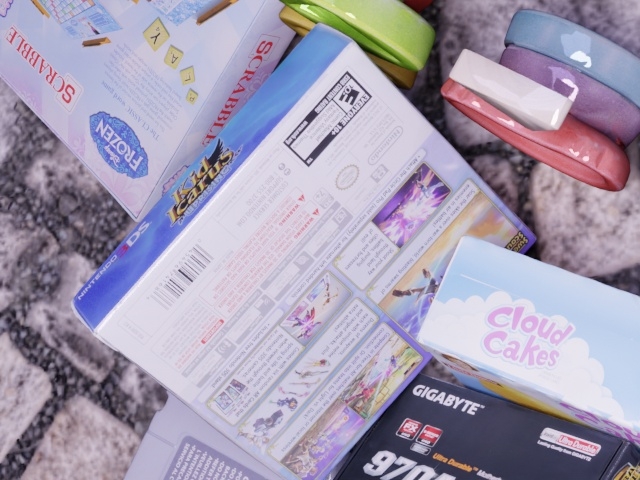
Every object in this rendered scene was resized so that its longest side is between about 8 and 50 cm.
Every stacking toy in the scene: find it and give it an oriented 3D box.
[{"bbox_3d":[0.111,-0.168,1.200,0.309,0.279,0.130,29,90,14],"label":"stacking toy"}]

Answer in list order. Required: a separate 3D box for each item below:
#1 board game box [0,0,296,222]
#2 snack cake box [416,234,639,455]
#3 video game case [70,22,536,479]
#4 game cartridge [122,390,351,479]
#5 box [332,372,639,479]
[{"bbox_3d":[-0.159,-0.235,1.436,0.319,0.066,0.318,45,113,28],"label":"board game box"},{"bbox_3d":[0.218,0.098,1.158,0.264,0.152,0.089,21,80,29],"label":"snack cake box"},{"bbox_3d":[-0.006,0.020,1.202,0.269,0.244,0.061,-48,35,-2],"label":"video game case"},{"bbox_3d":[-0.095,0.273,1.327,0.196,0.060,0.294,26,89,32],"label":"game cartridge"},{"bbox_3d":[0.104,0.198,1.181,0.220,0.051,0.175,16,62,48],"label":"box"}]
